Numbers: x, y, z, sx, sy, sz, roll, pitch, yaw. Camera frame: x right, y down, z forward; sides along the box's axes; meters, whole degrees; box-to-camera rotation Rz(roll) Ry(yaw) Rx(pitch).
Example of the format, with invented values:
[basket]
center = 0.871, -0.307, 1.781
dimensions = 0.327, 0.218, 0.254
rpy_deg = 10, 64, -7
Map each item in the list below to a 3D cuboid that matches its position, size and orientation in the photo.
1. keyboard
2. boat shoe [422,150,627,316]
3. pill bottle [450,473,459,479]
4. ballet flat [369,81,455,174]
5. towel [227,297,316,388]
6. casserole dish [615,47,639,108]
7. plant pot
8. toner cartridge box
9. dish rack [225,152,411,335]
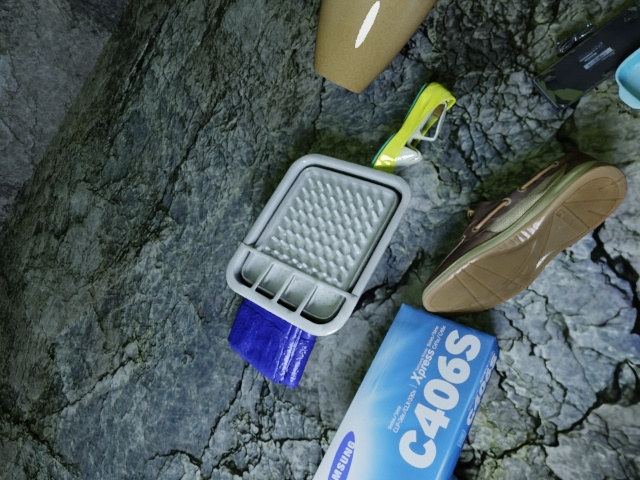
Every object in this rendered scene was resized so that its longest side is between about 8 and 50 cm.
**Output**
[keyboard]
center = 0.447, -0.307, 0.693
dimensions = 0.180, 0.023, 0.108
rpy_deg = -36, 67, 22
[boat shoe]
center = 0.299, -0.009, 0.681
dimensions = 0.342, 0.123, 0.123
rpy_deg = -47, 27, 23
[pill bottle]
center = 0.180, 0.400, 0.662
dimensions = 0.160, 0.087, 0.087
rpy_deg = 42, 103, 35
[ballet flat]
center = 0.181, -0.200, 0.825
dimensions = 0.077, 0.077, 0.231
rpy_deg = 37, 99, 22
[towel]
center = -0.089, 0.134, 0.926
dimensions = 0.227, 0.076, 0.308
rpy_deg = 22, 92, 36
[casserole dish]
center = 0.534, -0.260, 0.609
dimensions = 0.188, 0.037, 0.114
rpy_deg = -39, 59, 21
[plant pot]
center = 0.091, -0.453, 0.877
dimensions = 0.237, 0.237, 0.254
rpy_deg = 45, 120, 34
[toner cartridge box]
center = 0.133, 0.284, 0.653
dimensions = 0.165, 0.075, 0.348
rpy_deg = 15, 64, 38
[dish rack]
center = 0.000, 0.000, 0.820
dimensions = 0.285, 0.072, 0.333
rpy_deg = 22, 75, 32
